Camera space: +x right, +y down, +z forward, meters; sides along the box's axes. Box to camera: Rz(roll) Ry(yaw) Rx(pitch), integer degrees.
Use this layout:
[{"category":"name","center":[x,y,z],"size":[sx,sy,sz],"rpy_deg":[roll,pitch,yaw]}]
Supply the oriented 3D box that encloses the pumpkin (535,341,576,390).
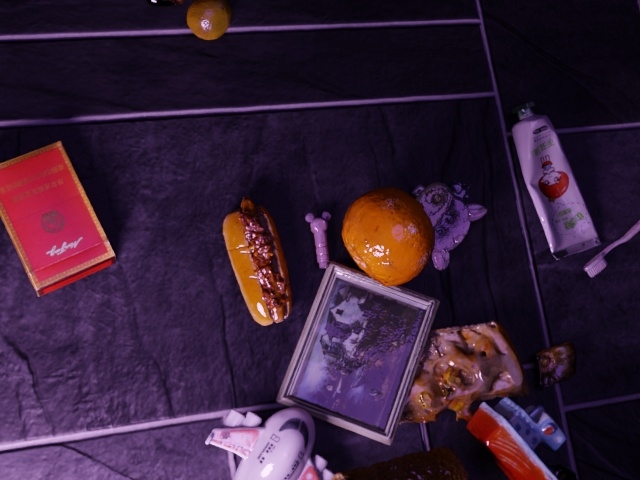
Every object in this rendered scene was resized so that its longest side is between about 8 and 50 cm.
[{"category":"pumpkin","center":[0.468,0.251,1.738],"size":[0.101,0.035,0.073],"rpy_deg":[-15,92,-20]}]

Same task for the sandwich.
[{"category":"sandwich","center":[0.102,0.490,1.516],"size":[0.288,0.254,0.099],"rpy_deg":[-3,32,-39]}]

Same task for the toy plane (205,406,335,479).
[{"category":"toy plane","center":[-0.091,0.405,1.516],"size":[0.252,0.118,0.252],"rpy_deg":[4,75,-16]}]

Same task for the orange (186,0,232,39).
[{"category":"orange","center":[-0.216,-0.443,1.702],"size":[0.085,0.085,0.095],"rpy_deg":[43,73,-2]}]

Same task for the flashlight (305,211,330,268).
[{"category":"flashlight","center":[0.000,0.000,1.679],"size":[0.052,0.031,0.110],"rpy_deg":[-5,83,-18]}]

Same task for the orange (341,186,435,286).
[{"category":"orange","center":[0.131,-0.011,1.629],"size":[0.161,0.193,0.193],"rpy_deg":[-32,86,-12]}]

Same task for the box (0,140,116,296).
[{"category":"box","center":[-0.484,-0.040,1.546],"size":[0.153,0.074,0.240],"rpy_deg":[-25,83,-22]}]

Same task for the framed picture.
[{"category":"framed picture","center":[0.074,0.204,1.627],"size":[0.232,0.019,0.296],"rpy_deg":[19,72,5]}]

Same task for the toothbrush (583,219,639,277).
[{"category":"toothbrush","center":[0.673,-0.017,1.857],"size":[0.307,0.025,0.030],"rpy_deg":[-36,96,-19]}]

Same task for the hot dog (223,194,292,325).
[{"category":"hot dog","center":[-0.116,0.035,1.617],"size":[0.102,0.076,0.249],"rpy_deg":[-14,82,-13]}]

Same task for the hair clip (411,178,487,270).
[{"category":"hair clip","center":[0.242,-0.054,1.742],"size":[0.146,0.056,0.187],"rpy_deg":[36,74,3]}]

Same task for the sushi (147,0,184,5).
[{"category":"sushi","center":[-0.308,-0.487,1.708],"size":[0.083,0.044,0.046],"rpy_deg":[-3,77,-13]}]

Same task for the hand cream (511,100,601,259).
[{"category":"hand cream","center":[0.485,-0.129,1.823],"size":[0.121,0.076,0.336],"rpy_deg":[-20,89,-16]}]

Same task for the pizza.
[{"category":"pizza","center":[0.251,0.259,1.660],"size":[0.296,0.071,0.189],"rpy_deg":[-13,84,-11]}]

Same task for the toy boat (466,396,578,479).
[{"category":"toy boat","center":[0.427,0.427,1.617],"size":[0.133,0.145,0.332],"rpy_deg":[-41,102,-5]}]
